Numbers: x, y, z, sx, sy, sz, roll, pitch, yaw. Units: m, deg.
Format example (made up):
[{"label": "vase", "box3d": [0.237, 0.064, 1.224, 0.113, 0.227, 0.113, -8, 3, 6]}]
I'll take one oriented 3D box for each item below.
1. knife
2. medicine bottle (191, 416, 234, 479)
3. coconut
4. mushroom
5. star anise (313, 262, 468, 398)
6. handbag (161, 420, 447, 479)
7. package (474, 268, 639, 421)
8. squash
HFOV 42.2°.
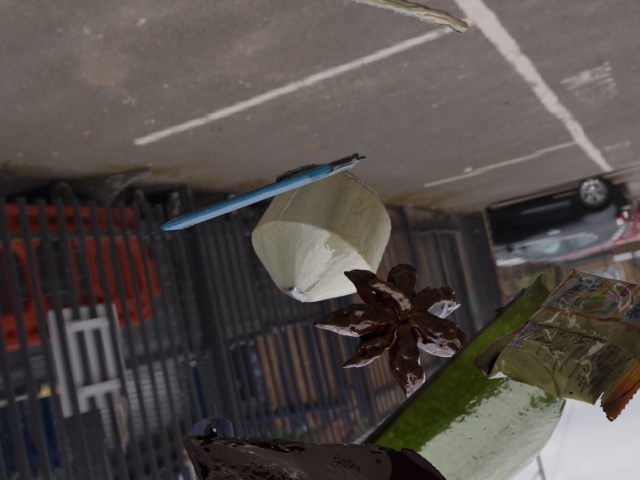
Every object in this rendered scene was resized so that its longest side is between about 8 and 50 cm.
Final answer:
[{"label": "knife", "box3d": [-0.080, -0.066, 1.119, 0.297, 0.026, 0.044, -19, -164, 5]}, {"label": "medicine bottle", "box3d": [-0.127, 0.341, 1.063, 0.059, 0.230, 0.059, -9, 141, -7]}, {"label": "coconut", "box3d": [0.000, 0.000, 1.304, 0.202, 0.202, 0.222, -17, -142, 48]}, {"label": "mushroom", "box3d": [0.015, -0.199, 0.653, 0.286, 0.028, 0.026, 4, 138, -40]}, {"label": "star anise", "box3d": [0.109, 0.106, 1.098, 0.212, 0.196, 0.111, -28, 174, -45]}, {"label": "handbag", "box3d": [0.026, 0.198, 0.503, 0.216, 0.073, 0.203, 16, -169, -38]}, {"label": "package", "box3d": [0.172, 0.061, 0.528, 0.108, 0.031, 0.121, -39, -160, -18]}, {"label": "squash", "box3d": [0.149, 0.142, 0.691, 0.252, 0.093, 0.169, -50, 152, 24]}]
